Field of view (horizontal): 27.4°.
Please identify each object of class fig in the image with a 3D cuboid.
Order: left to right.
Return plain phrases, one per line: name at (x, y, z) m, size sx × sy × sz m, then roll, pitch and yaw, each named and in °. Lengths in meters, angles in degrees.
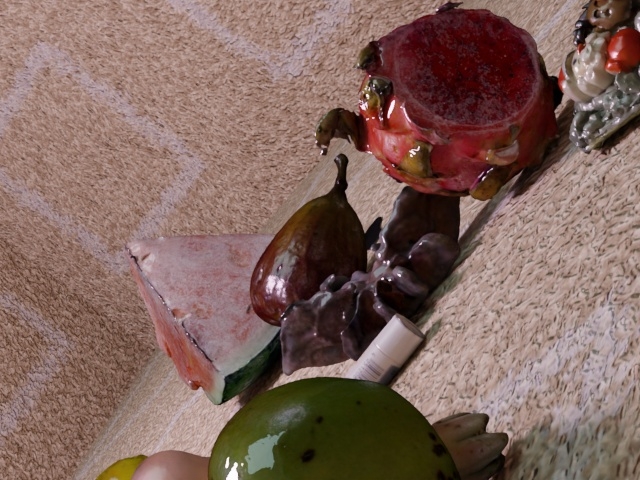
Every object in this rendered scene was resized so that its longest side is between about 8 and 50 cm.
fig at (0.002, 0.001, 1.831) m, size 0.170 × 0.146 × 0.274 m, roll -36°, pitch 32°, yaw 65°

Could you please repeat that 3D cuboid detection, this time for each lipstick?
lipstick at (0.048, 0.139, 1.326) m, size 0.141 × 0.040 × 0.040 m, roll -52°, pitch 7°, yaw 9°

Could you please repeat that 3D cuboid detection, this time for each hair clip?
hair clip at (0.300, -0.221, 1.265) m, size 0.138 × 0.091 × 0.321 m, roll -42°, pitch 13°, yaw 45°

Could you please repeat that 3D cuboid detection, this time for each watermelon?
watermelon at (-0.140, 0.090, 2.061) m, size 0.250 × 0.292 × 0.283 m, roll -23°, pitch -9°, yaw -28°

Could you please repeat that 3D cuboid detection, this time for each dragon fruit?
dragon fruit at (0.139, -0.145, 1.382) m, size 0.282 × 0.211 × 0.147 m, roll -9°, pitch -14°, yaw -11°

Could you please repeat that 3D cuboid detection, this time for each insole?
insole at (0.081, -0.011, 2.026) m, size 0.053 × 0.002 × 0.152 m, roll -52°, pitch 7°, yaw 6°

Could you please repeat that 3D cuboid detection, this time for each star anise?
star anise at (0.055, 0.050, 1.454) m, size 0.257 × 0.110 × 0.198 m, roll -42°, pitch 11°, yaw 27°

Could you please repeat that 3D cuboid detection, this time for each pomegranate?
pomegranate at (0.032, 0.164, 0.859) m, size 0.210 × 0.180 × 0.180 m, roll -24°, pitch -6°, yaw -25°

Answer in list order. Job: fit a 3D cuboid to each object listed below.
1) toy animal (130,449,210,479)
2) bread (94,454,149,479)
toy animal at (-0.181, 0.334, 1.479) m, size 0.248 × 0.149 × 0.165 m, roll -44°, pitch -14°, yaw -33°
bread at (-0.379, 0.491, 2.077) m, size 0.383 × 0.112 × 0.166 m, roll -51°, pitch 7°, yaw 14°
